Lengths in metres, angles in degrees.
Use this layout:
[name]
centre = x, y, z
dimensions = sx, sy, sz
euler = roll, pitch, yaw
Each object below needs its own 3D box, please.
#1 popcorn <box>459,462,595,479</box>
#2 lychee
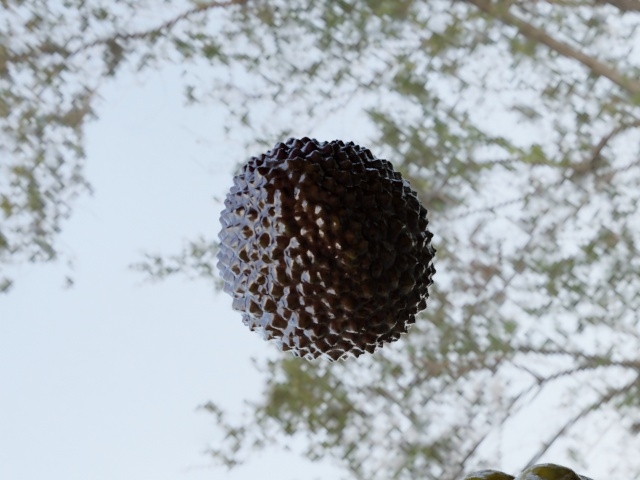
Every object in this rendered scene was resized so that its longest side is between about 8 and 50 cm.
[popcorn]
centre = 0.180, 0.345, 1.140
dimensions = 0.281, 0.297, 0.316
euler = -5, -9, -9
[lychee]
centre = 0.000, 0.000, 1.423
dimensions = 0.271, 0.271, 0.271
euler = -31, -37, -27
